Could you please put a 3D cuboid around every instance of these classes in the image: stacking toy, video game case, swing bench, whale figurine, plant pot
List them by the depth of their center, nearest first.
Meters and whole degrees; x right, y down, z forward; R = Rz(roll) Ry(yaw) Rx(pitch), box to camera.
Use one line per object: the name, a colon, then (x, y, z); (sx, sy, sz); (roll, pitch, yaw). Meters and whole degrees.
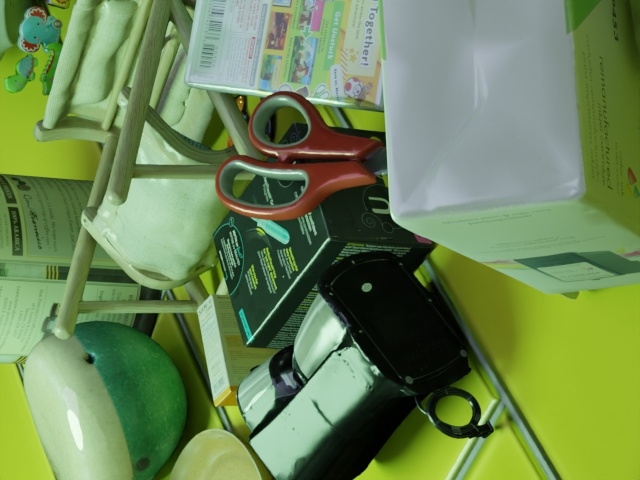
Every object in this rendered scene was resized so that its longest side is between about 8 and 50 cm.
video game case: (-0.011, -0.229, 1.604); (0.206, 0.026, 0.227); (10, 90, 33)
plant pot: (-0.086, 0.293, 1.771); (0.236, 0.032, 0.236); (-14, 74, 59)
swing bench: (-0.157, -0.078, 1.773); (0.253, 0.165, 0.255); (118, 147, -54)
whale figurine: (-0.203, 0.195, 1.913); (0.216, 0.141, 0.272); (52, 156, 36)
stacking toy: (-0.306, -0.270, 2.142); (0.167, 0.052, 0.221); (8, 83, 68)

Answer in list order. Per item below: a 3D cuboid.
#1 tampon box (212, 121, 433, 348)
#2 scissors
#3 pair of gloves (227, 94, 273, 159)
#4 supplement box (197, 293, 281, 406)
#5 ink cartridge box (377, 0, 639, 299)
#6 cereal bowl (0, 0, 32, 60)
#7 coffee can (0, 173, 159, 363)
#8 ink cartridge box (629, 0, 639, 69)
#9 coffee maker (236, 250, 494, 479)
tampon box: (0.000, 0.000, 1.584); (0.161, 0.101, 0.120); (-52, 45, 43)
scissors: (0.046, -0.051, 1.463); (0.297, 0.021, 0.109); (12, 73, 35)
pair of gloves: (-0.066, -0.104, 1.802); (0.083, 0.010, 0.074); (-6, 81, 59)
supplement box: (-0.070, 0.100, 1.734); (0.036, 0.062, 0.098); (-47, 47, 50)
ink cartridge box: (0.155, -0.085, 1.199); (0.119, 0.353, 0.207); (-8, 78, 23)
cereal bowl: (-0.418, -0.315, 2.241); (0.339, 0.141, 0.339); (8, -90, -87)
coffee can: (-0.330, 0.028, 1.978); (0.201, 0.275, 0.202); (-13, 75, 59)
ink cartridge box: (0.284, -0.153, 1.074); (0.190, 0.139, 0.082); (-30, 63, 56)
coffee maker: (0.026, 0.126, 1.508); (0.178, 0.120, 0.171); (-55, 43, 43)
